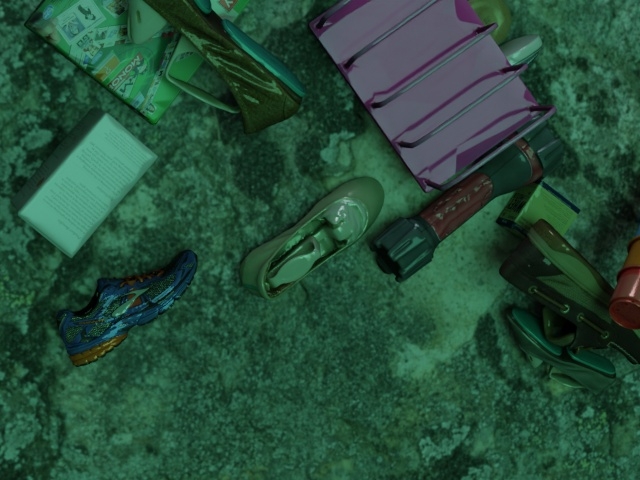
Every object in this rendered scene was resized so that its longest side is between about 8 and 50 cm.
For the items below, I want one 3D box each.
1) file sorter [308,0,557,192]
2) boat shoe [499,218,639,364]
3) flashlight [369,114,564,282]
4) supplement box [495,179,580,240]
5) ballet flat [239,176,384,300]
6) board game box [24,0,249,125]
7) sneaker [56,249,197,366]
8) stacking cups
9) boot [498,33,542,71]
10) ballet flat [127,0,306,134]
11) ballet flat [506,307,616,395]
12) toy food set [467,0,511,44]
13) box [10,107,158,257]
[{"bbox_3d":[0.152,-0.235,1.677,0.202,0.182,0.291,-36,96,0],"label":"file sorter"},{"bbox_3d":[0.380,0.104,1.860,0.123,0.123,0.342,-44,130,7],"label":"boat shoe"},{"bbox_3d":[0.210,-0.062,1.801,0.304,0.103,0.103,-38,127,-12],"label":"flashlight"},{"bbox_3d":[0.325,-0.037,1.870,0.083,0.056,0.083,34,87,-19],"label":"supplement box"},{"bbox_3d":[0.000,0.000,1.759,0.248,0.086,0.086,-37,107,-9],"label":"ballet flat"},{"bbox_3d":[-0.210,-0.342,1.657,0.213,0.046,0.317,39,85,-20],"label":"board game box"},{"bbox_3d":[-0.260,0.078,1.691,0.221,0.083,0.087,-37,99,-13],"label":"sneaker"},{"bbox_3d":[0.505,0.002,1.834,0.096,0.096,0.316,44,52,-19],"label":"stacking cups"},{"bbox_3d":[0.251,-0.218,1.819,0.190,0.069,0.086,-32,112,-2],"label":"boot"},{"bbox_3d":[-0.168,-0.266,1.615,0.124,0.116,0.342,-39,113,12],"label":"ballet flat"},{"bbox_3d":[0.355,0.178,1.911,0.213,0.072,0.068,29,119,-17],"label":"ballet flat"},{"bbox_3d":[0.238,-0.319,1.817,0.082,0.020,0.083,-47,109,-6],"label":"toy food set"},{"bbox_3d":[-0.308,-0.078,1.622,0.091,0.130,0.170,42,85,-20],"label":"box"}]
